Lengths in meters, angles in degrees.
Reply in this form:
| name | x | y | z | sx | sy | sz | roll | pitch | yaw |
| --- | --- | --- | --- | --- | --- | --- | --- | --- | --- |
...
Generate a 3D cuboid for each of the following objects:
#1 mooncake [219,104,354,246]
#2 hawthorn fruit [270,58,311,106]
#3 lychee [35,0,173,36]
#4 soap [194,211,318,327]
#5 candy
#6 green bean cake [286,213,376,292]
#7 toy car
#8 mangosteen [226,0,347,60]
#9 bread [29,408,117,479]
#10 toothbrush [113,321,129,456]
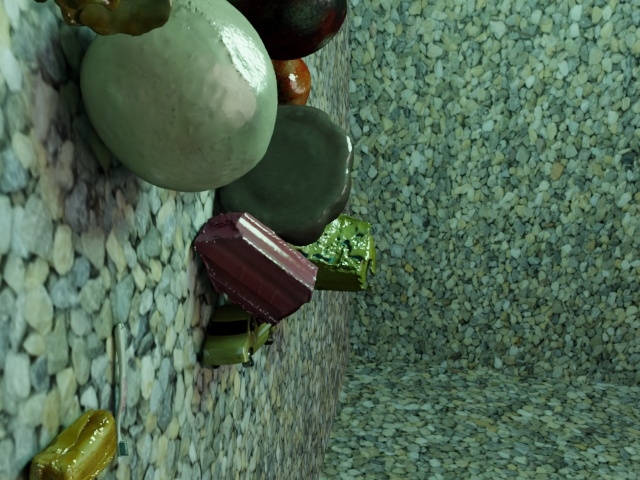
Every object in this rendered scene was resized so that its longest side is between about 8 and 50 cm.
| name | x | y | z | sx | sy | sz | roll | pitch | yaw |
| --- | --- | --- | --- | --- | --- | --- | --- | --- | --- |
| mooncake | -0.071 | -0.135 | 1.204 | 0.154 | 0.307 | 0.305 | 75 | 20 | -76 |
| hawthorn fruit | -0.103 | -0.361 | 1.285 | 0.188 | 0.169 | 0.168 | -80 | 169 | -53 |
| lychee | -0.224 | -0.319 | 0.369 | 0.270 | 0.270 | 0.319 | -47 | 147 | -74 |
| soap | -0.138 | 0.051 | 1.111 | 0.250 | 0.162 | 0.099 | 40 | 38 | -22 |
| candy | -0.166 | -0.195 | 0.748 | 0.296 | 0.185 | 0.295 | -34 | 138 | -38 |
| green bean cake | 0.000 | 0.000 | 1.517 | 0.285 | 0.310 | 0.201 | 78 | 21 | -62 |
| toy car | -0.176 | 0.192 | 1.216 | 0.257 | 0.101 | 0.124 | -31 | 115 | -79 |
| mangosteen | -0.069 | -0.492 | 1.030 | 0.311 | 0.312 | 0.310 | 4 | 90 | -79 |
| bread | -0.304 | 0.270 | 0.691 | 0.132 | 0.054 | 0.074 | -55 | 151 | -70 |
| toothbrush | -0.295 | 0.220 | 0.816 | 0.017 | 0.022 | 0.203 | -31 | 121 | -80 |
